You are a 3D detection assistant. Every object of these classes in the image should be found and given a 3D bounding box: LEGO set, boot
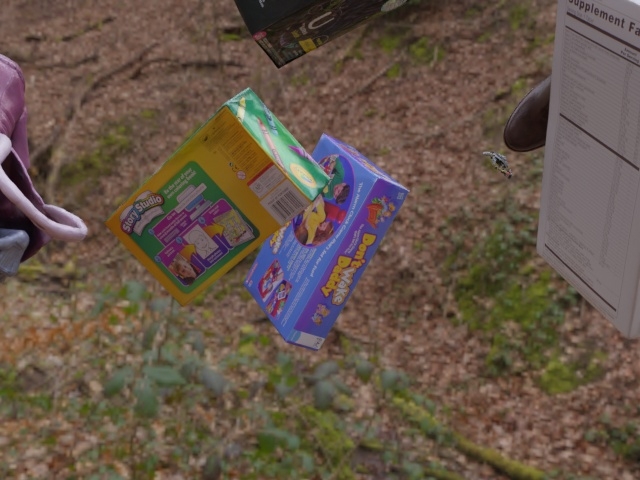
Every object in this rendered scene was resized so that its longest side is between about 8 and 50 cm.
[{"bbox_3d":[0.286,-0.123,1.391,0.054,0.023,0.083,29,17,-30],"label":"LEGO set"},{"bbox_3d":[0.362,-0.230,1.331,0.248,0.090,0.207,-41,-12,18],"label":"boot"}]

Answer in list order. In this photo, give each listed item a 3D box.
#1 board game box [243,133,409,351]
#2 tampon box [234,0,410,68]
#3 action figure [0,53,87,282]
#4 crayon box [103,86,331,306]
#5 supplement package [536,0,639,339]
[{"bbox_3d":[0.000,0.000,1.673,0.078,0.347,0.233,21,15,-34],"label":"board game box"},{"bbox_3d":[-0.004,-0.264,0.880,0.161,0.101,0.120,-26,-9,8],"label":"tampon box"},{"bbox_3d":[-0.433,-0.142,1.071,0.276,0.370,0.248,-21,-41,25],"label":"action figure"},{"bbox_3d":[-0.144,-0.052,1.189,0.278,0.165,0.081,-37,9,31],"label":"crayon box"},{"bbox_3d":[0.259,-0.074,0.654,0.134,0.244,0.139,-13,34,-14],"label":"supplement package"}]
